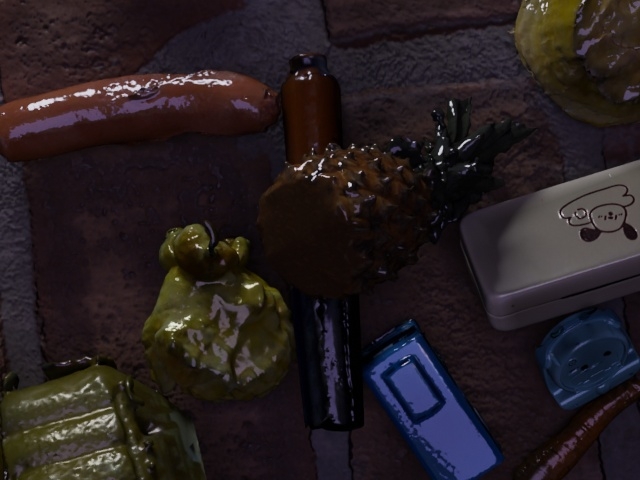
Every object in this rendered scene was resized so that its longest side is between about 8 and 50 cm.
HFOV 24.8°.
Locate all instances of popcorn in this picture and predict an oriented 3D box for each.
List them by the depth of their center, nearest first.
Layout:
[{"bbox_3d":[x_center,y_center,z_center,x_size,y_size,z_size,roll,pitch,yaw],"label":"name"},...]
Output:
[{"bbox_3d":[-0.108,0.081,1.600,0.168,0.173,0.195,6,88,13],"label":"popcorn"}]

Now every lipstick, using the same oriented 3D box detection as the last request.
[{"bbox_3d":[0.000,0.000,1.600,0.077,0.077,0.418,-4,80,1],"label":"lipstick"}]

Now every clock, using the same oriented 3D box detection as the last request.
[{"bbox_3d":[0.291,0.120,1.610,0.108,0.147,0.045,-31,48,2],"label":"clock"}]

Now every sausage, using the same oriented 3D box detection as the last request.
[{"bbox_3d":[-0.206,-0.143,1.626,0.326,0.079,0.087,-7,54,3],"label":"sausage"}]

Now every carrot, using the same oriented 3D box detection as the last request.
[{"bbox_3d":[0.295,0.224,1.659,0.191,0.047,0.047,-43,91,-2],"label":"carrot"}]

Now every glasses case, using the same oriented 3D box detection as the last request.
[{"bbox_3d":[0.316,-0.007,1.602,0.313,0.070,0.131,-17,50,2],"label":"glasses case"}]

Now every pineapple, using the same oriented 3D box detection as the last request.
[{"bbox_3d":[0.089,-0.046,1.527,0.165,0.364,0.165,12,111,32],"label":"pineapple"}]

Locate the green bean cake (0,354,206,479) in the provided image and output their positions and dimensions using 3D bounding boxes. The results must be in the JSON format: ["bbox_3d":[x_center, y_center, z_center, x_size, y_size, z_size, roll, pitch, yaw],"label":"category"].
[{"bbox_3d":[-0.208,0.297,1.583,0.202,0.285,0.310,-16,61,2],"label":"green bean cake"}]

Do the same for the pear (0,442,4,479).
[{"bbox_3d":[-0.505,0.287,1.511,0.362,0.362,0.418,17,102,0],"label":"pear"}]

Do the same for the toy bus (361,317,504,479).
[{"bbox_3d":[0.121,0.186,1.626,0.090,0.106,0.185,-34,92,4],"label":"toy bus"}]

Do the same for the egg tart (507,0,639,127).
[{"bbox_3d":[0.339,-0.244,1.616,0.252,0.098,0.232,-13,96,-3],"label":"egg tart"}]
